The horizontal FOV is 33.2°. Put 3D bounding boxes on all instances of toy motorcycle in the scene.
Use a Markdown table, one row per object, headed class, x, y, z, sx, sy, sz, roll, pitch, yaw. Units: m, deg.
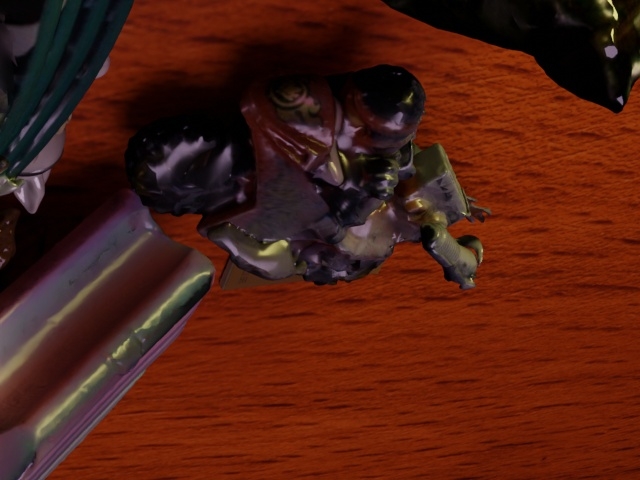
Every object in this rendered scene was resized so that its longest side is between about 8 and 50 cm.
| class | x | y | z | sx | sy | sz | roll | pitch | yaw |
| --- | --- | --- | --- | --- | --- | --- | --- | --- | --- |
| toy motorcycle | 0.041 | -0.038 | 0.869 | 0.207 | 0.134 | 0.401 | -33 | 144 | 22 |

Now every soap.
| class | x | y | z | sx | sy | sz | roll | pitch | yaw |
| --- | --- | --- | --- | --- | --- | --- | --- | --- | --- |
| soap | -0.231 | 0.126 | 0.786 | 0.324 | 0.109 | 0.193 | -48 | 178 | -32 |

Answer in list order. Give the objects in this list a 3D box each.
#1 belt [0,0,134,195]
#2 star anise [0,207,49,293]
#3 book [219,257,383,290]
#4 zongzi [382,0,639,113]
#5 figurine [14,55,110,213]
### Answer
| class | x | y | z | sx | sy | sz | roll | pitch | yaw |
| --- | --- | --- | --- | --- | --- | --- | --- | --- | --- |
| belt | -0.217 | -0.126 | 0.435 | 0.300 | 0.173 | 0.436 | -41 | 168 | -30 |
| star anise | -0.292 | 0.028 | 0.777 | 0.196 | 0.111 | 0.212 | -29 | 140 | -7 |
| book | 0.000 | 0.000 | 1.001 | 0.172 | 0.012 | 0.118 | -5 | 141 | -29 |
| zongzi | 0.057 | -0.245 | 0.577 | 0.383 | 0.362 | 0.319 | -52 | 161 | -36 |
| figurine | -0.205 | -0.093 | 0.707 | 0.098 | 0.081 | 0.146 | 34 | 132 | -3 |
